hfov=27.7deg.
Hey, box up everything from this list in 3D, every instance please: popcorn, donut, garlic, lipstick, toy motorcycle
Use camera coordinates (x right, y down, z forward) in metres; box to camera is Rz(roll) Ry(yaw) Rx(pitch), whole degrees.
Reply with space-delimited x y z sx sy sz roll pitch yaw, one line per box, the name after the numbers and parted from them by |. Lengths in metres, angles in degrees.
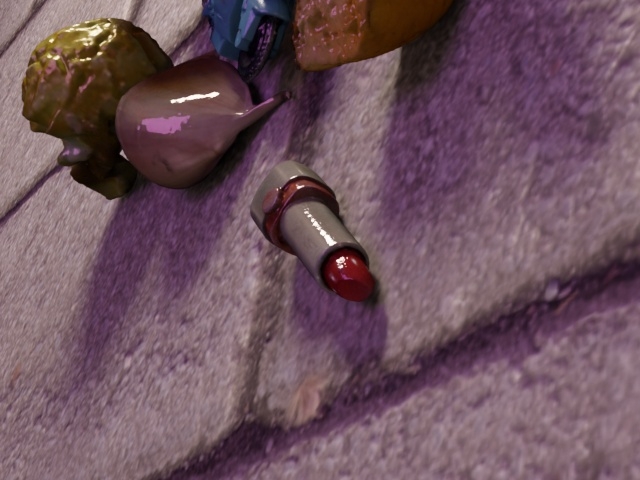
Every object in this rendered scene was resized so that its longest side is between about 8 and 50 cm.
-0.249 -0.150 1.505 0.198 0.197 0.213 -166 75 -65 | popcorn
0.059 -0.263 1.015 0.101 0.152 0.259 16 112 51 | donut
-0.127 -0.117 1.322 0.266 0.128 0.149 34 108 55 | garlic
-0.001 -0.001 0.983 0.063 0.057 0.186 -58 28 10 | lipstick
-0.065 -0.274 1.310 0.182 0.123 0.272 -66 23 17 | toy motorcycle
